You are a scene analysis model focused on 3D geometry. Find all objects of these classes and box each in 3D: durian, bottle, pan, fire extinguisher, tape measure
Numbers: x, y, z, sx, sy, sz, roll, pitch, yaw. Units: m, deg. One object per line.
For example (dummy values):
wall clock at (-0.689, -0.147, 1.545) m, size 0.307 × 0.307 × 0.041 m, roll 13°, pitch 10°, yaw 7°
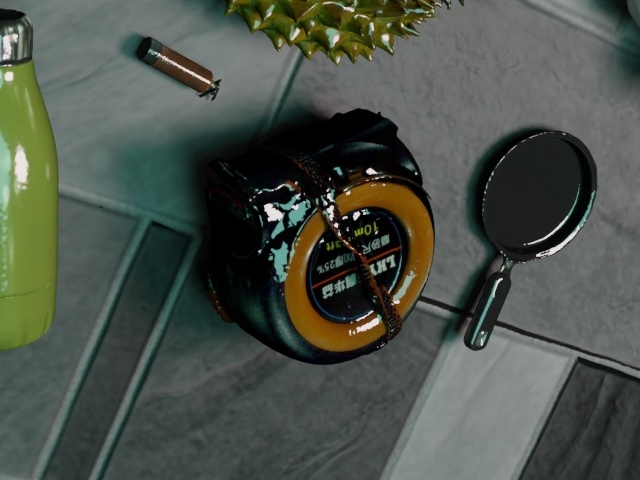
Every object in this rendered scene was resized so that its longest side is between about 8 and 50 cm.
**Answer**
durian at (0.008, -0.247, 1.181) m, size 0.306 × 0.166 × 0.172 m, roll 21°, pitch 129°, yaw -27°
bottle at (-0.260, -0.049, 1.119) m, size 0.112 × 0.112 × 0.260 m, roll -5°, pitch 111°, yaw -26°
pan at (0.193, -0.001, 1.429) m, size 0.136 × 0.028 × 0.235 m, roll 22°, pitch 95°, yaw -32°
fire extinguisher at (-0.117, -0.143, 1.213) m, size 0.083 × 0.022 × 0.028 m, roll 27°, pitch 133°, yaw -34°
tape measure at (0.000, 0.000, 1.268) m, size 0.202 × 0.135 × 0.223 m, roll -25°, pitch 122°, yaw -29°

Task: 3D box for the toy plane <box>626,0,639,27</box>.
toy plane at (0.410, -0.237, 1.395) m, size 0.267 × 0.122 × 0.267 m, roll 0°, pitch 90°, yaw -27°
